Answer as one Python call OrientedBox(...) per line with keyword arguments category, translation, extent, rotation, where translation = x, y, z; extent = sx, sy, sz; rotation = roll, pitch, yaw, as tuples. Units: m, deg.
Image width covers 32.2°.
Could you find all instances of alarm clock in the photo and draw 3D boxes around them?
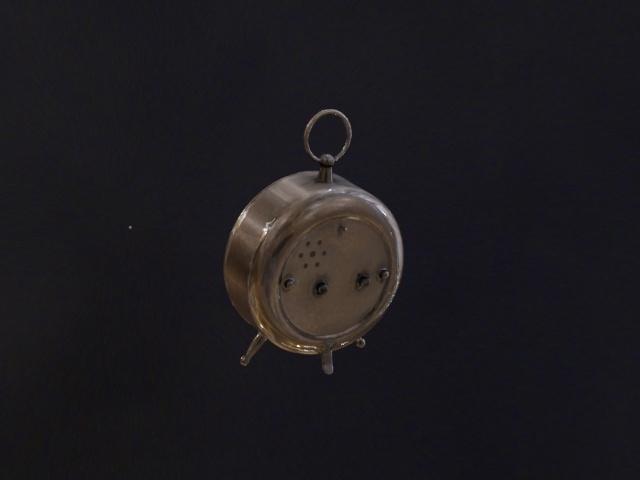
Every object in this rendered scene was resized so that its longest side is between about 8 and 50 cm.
OrientedBox(category="alarm clock", translation=(0.000, 0.000, 0.804), extent=(0.129, 0.064, 0.192), rotation=(-7, -71, -29))
